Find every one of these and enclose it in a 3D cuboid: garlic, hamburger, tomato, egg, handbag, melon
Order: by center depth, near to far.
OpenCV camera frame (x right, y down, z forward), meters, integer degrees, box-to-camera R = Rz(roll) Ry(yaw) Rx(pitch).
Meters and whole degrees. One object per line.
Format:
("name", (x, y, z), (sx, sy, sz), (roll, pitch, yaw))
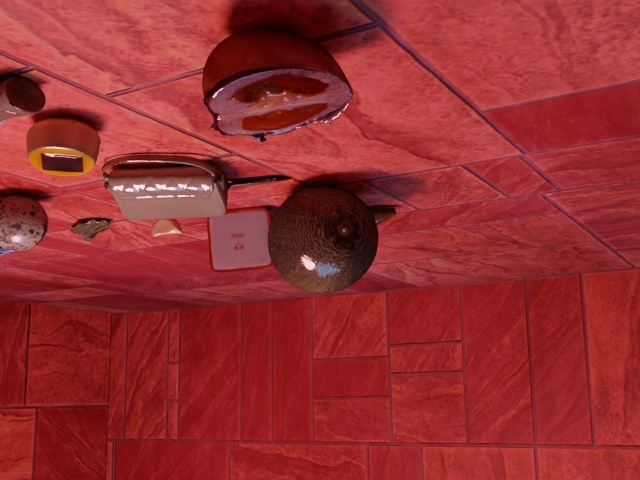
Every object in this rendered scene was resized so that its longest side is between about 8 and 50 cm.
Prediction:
("tomato", (-0.060, -0.223, 1.082), (0.199, 0.112, 0.228), (-7, 169, -6))
("hamburger", (-0.449, -0.166, 1.414), (0.126, 0.081, 0.141), (-3, 157, 2))
("handbag", (-0.324, -0.122, 1.688), (0.256, 0.079, 0.219), (-2, 154, 5))
("melon", (0.000, 0.000, 1.865), (0.248, 0.249, 0.329), (3, 172, -17))
("egg", (-0.714, -0.043, 1.886), (0.172, 0.132, 0.132), (6, 175, 37))
("garlic", (-0.408, -0.036, 2.135), (0.083, 0.053, 0.041), (-11, 166, 7))

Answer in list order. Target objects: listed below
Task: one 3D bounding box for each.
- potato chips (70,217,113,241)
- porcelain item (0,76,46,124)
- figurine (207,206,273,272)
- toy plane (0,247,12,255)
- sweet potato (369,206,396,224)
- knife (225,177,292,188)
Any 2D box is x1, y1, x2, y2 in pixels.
("potato chips", (-0.640, -0.032, 2.215), (0.092, 0.028, 0.207), (9, 164, -35))
("porcelain item", (-0.532, -0.207, 1.268), (0.213, 0.054, 0.084), (-7, 166, 32))
("figurine", (-0.165, 0.000, 2.158), (0.183, 0.160, 0.226), (-5, 177, 21))
("toy plane", (-0.977, 0.013, 2.298), (0.246, 0.078, 0.169), (-7, 169, -2))
("sweet potato", (0.076, -0.044, 2.081), (0.243, 0.077, 0.077), (-3, 169, 16))
("knife", (-0.175, -0.126, 1.799), (0.230, 0.028, 0.060), (-6, 180, 12))
